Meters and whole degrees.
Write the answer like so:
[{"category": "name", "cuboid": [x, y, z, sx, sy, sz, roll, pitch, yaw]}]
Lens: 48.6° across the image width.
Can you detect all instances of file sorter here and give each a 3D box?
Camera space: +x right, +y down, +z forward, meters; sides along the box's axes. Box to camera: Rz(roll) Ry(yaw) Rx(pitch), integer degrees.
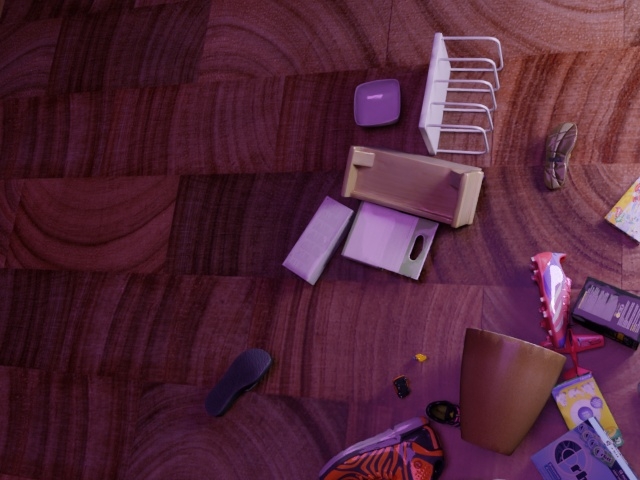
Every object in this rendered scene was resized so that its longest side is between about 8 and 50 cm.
[{"category": "file sorter", "cuboid": [0.387, -0.391, 1.929, 0.173, 0.193, 0.278, 7, 77, 20]}]

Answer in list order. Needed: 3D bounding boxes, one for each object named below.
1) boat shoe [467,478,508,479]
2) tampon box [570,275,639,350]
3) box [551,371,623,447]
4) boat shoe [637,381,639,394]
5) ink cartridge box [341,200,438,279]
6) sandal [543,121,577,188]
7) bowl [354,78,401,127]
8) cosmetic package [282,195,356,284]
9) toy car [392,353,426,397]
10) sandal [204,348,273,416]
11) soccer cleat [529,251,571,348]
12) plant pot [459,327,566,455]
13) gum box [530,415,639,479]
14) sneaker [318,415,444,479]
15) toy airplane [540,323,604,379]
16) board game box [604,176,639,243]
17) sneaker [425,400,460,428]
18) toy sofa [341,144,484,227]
[{"category": "boat shoe", "cuboid": [0.377, 0.612, 1.685, 0.227, 0.068, 0.081, -8, 71, 20]}, {"category": "tampon box", "cuboid": [0.687, 0.172, 1.668, 0.161, 0.120, 0.101, 25, 83, 27]}, {"category": "box", "cuboid": [0.621, 0.410, 1.651, 0.105, 0.043, 0.179, -27, 80, 13]}, {"category": "boat shoe", "cuboid": [0.781, 0.379, 1.612, 0.040, 0.049, 0.142, -19, 61, -21]}, {"category": "ink cartridge box", "cuboid": [0.194, 0.001, 1.959, 0.235, 0.056, 0.171, 19, 82, 23]}, {"category": "sandal", "cuboid": [0.629, -0.222, 1.860, 0.072, 0.049, 0.180, 11, 93, 30]}, {"category": "bowl", "cuboid": [0.173, -0.398, 2.092, 0.142, 0.053, 0.142, -4, 72, 20]}, {"category": "cosmetic package", "cuboid": [0.000, 0.000, 2.033, 0.099, 0.060, 0.239, 32, 87, 25]}, {"category": "toy car", "cuboid": [0.234, 0.353, 1.853, 0.122, 0.060, 0.040, -40, 18, -12]}, {"category": "sandal", "cuboid": [-0.230, 0.399, 2.014, 0.254, 0.054, 0.097, -44, 56, 15]}, {"category": "soccer cleat", "cuboid": [0.580, 0.141, 1.738, 0.095, 0.083, 0.248, -8, 62, 6]}, {"category": "plant pot", "cuboid": [0.422, 0.360, 1.657, 0.237, 0.237, 0.254, 15, 83, 25]}, {"category": "gum box", "cuboid": [0.591, 0.514, 1.599, 0.184, 0.041, 0.157, -48, 58, 32]}, {"category": "sneaker", "cuboid": [0.158, 0.580, 1.753, 0.321, 0.124, 0.180, -30, 64, 11]}, {"category": "toy airplane", "cuboid": [0.616, 0.275, 1.716, 0.151, 0.028, 0.151, -8, 72, 26]}, {"category": "board game box", "cuboid": [0.797, -0.081, 1.755, 0.103, 0.026, 0.154, 41, 91, 27]}, {"category": "sneaker", "cuboid": [0.336, 0.434, 1.754, 0.170, 0.075, 0.063, 6, 76, 23]}, {"category": "toy sofa", "cuboid": [0.255, -0.156, 1.949, 0.362, 0.177, 0.150, 17, 105, 25]}]
